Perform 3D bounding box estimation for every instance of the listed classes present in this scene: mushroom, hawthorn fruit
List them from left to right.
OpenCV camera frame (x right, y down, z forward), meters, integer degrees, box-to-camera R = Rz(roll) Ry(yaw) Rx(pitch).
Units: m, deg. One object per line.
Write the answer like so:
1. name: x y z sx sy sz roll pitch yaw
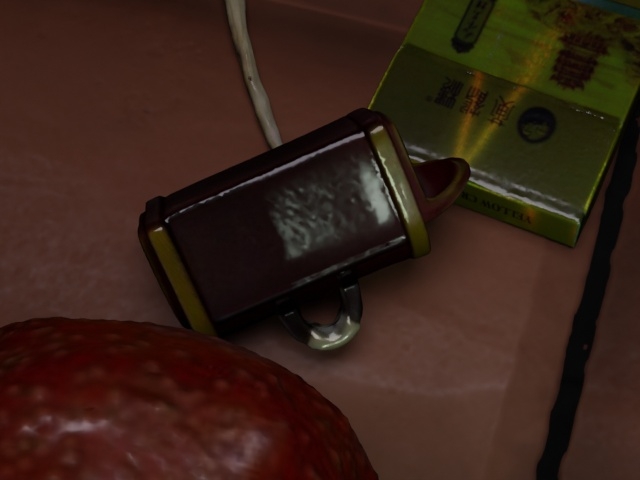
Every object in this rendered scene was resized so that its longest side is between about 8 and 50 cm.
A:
1. hawthorn fruit: -0.061 0.131 0.603 0.253 0.205 0.205 4 62 -4
2. mushroom: -0.044 -0.136 0.836 0.028 0.026 0.286 -10 60 -21

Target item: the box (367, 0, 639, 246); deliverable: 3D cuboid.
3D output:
1. box: 0.109 -0.101 0.807 0.121 0.030 0.193 21 64 12

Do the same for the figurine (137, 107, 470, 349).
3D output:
1. figurine: 0.001 0.000 0.728 0.154 0.082 0.098 -22 97 -2
